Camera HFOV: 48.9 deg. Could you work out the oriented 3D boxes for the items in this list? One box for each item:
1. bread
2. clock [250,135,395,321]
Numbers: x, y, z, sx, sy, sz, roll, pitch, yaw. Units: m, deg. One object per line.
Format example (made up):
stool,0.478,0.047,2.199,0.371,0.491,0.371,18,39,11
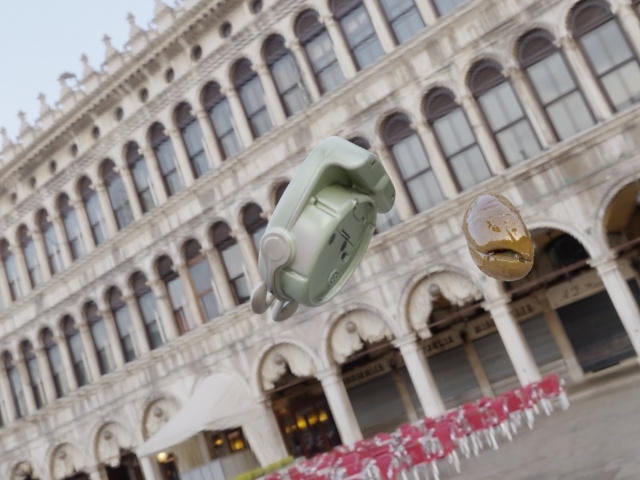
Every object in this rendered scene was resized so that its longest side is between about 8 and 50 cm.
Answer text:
bread,0.242,-0.005,0.990,0.078,0.114,0.189,2,18,0
clock,0.000,0.000,0.710,0.191,0.062,0.151,-59,-21,-4
